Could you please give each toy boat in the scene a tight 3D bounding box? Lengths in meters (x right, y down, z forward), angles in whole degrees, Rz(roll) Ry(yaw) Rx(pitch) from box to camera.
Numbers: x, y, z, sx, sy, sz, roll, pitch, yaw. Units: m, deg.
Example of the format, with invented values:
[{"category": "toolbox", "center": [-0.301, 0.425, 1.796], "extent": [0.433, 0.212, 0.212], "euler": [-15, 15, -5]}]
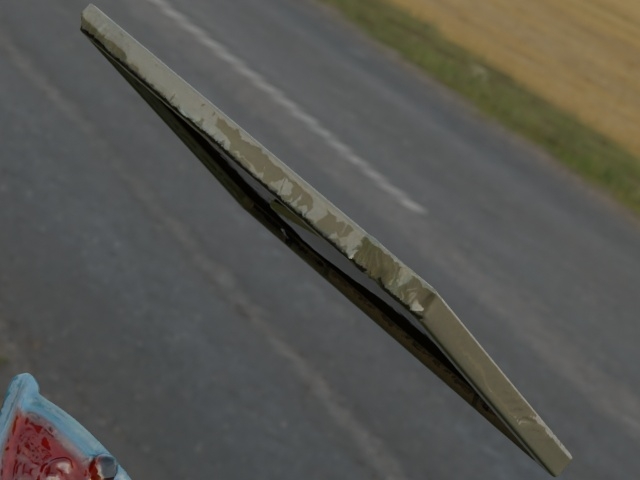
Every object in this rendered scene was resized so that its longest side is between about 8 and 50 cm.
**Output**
[{"category": "toy boat", "center": [-0.079, 0.128, 0.673], "extent": [0.173, 0.069, 0.059], "euler": [61, 35, -21]}]

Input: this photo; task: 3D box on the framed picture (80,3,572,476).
[{"category": "framed picture", "center": [0.000, 0.000, 0.936], "extent": [0.289, 0.020, 0.211], "euler": [41, -4, 37]}]
